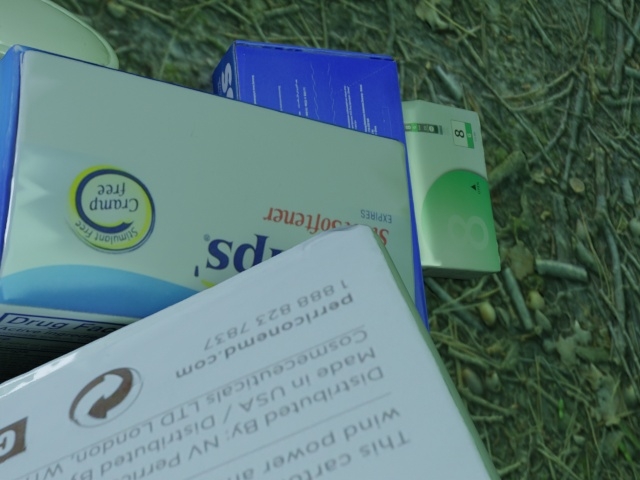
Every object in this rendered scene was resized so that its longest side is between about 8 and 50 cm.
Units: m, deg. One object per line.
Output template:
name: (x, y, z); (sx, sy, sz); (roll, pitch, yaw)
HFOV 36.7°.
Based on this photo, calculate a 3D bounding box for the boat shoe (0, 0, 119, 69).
boat shoe: (-0.303, -0.148, 0.709); (0.305, 0.091, 0.109); (10, 36, -34)

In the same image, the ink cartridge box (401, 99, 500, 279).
ink cartridge box: (0.075, -0.056, 0.971); (0.225, 0.056, 0.181); (6, 71, -36)

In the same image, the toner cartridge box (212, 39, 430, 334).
toner cartridge box: (0.000, 0.000, 0.867); (0.165, 0.075, 0.347); (1, 74, -22)

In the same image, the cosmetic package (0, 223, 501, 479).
cosmetic package: (-0.021, 0.278, 0.467); (0.329, 0.327, 0.393); (-24, 125, 1)

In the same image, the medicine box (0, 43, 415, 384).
medicine box: (-0.125, 0.019, 0.652); (0.264, 0.289, 0.149); (10, 69, -33)
